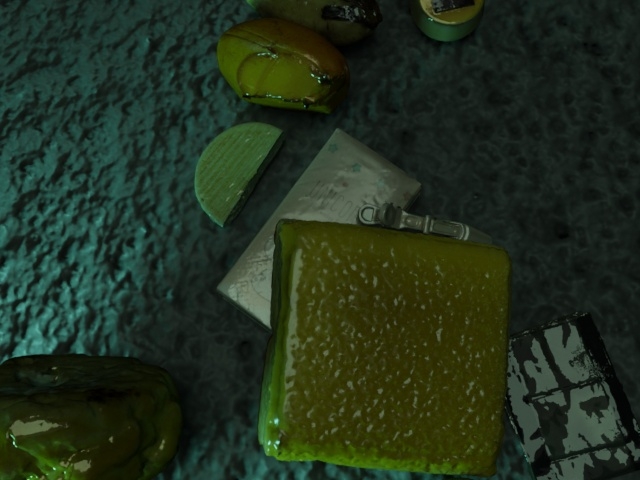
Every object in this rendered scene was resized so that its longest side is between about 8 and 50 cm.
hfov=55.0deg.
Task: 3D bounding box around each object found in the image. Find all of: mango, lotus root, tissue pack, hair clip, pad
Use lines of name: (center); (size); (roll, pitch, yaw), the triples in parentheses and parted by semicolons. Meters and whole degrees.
mango: (-0.068, -0.292, 1.033); (0.252, 0.126, 0.153); (28, 94, 20)
lotus root: (-0.009, -0.405, 1.076); (0.258, 0.097, 0.110); (24, 74, 20)
tissue pack: (0.000, 0.000, 0.968); (0.170, 0.071, 0.325); (34, 80, 11)
hair clip: (0.172, -0.020, 0.921); (0.226, 0.072, 0.034); (12, 87, -16)
pad: (0.353, 0.234, 0.890); (0.174, 0.022, 0.233); (-18, 74, 1)

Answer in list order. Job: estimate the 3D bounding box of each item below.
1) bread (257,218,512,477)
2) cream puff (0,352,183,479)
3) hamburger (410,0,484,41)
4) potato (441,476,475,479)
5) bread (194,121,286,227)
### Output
bread: (0.085, 0.141, 0.847); (0.333, 0.143, 0.323); (9, 82, -8)
cream puff: (-0.355, 0.297, 0.830); (0.325, 0.291, 0.257); (3, 97, -12)
hamburger: (0.217, -0.413, 1.059); (0.127, 0.081, 0.141); (-29, 85, 0)
potato: (0.182, 0.455, 0.747); (0.216, 0.216, 0.304); (-22, 76, 0)
bread: (-0.151, -0.125, 1.041); (0.112, 0.036, 0.193); (29, 83, 18)
